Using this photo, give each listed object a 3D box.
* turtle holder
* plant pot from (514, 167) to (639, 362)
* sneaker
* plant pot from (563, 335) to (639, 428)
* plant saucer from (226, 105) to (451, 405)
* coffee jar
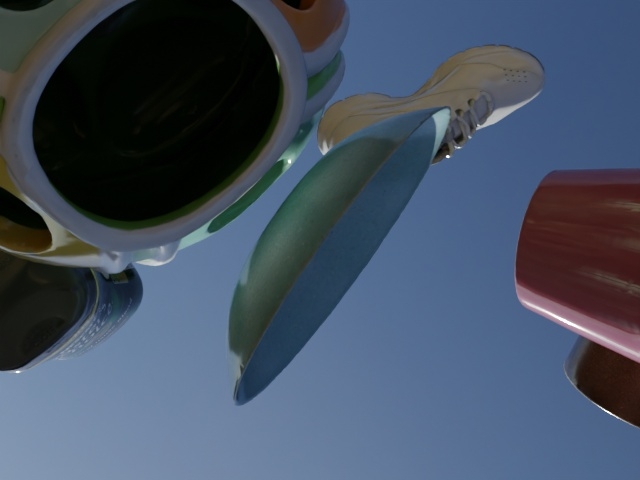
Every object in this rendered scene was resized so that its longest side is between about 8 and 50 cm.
[{"bbox_3d":[-0.136,-0.091,0.581,0.227,0.320,0.243,-127,-160,-55],"label":"turtle holder"},{"bbox_3d":[0.275,0.018,0.989,0.180,0.201,0.201,13,-91,29],"label":"plant pot"},{"bbox_3d":[0.148,-0.146,1.433,0.297,0.111,0.129,-24,-146,0],"label":"sneaker"},{"bbox_3d":[0.396,0.066,1.203,0.215,0.215,0.230,36,-64,48],"label":"plant pot"},{"bbox_3d":[0.000,0.000,0.617,0.037,0.195,0.195,36,-69,9],"label":"plant saucer"},{"bbox_3d":[-0.189,0.041,0.806,0.096,0.184,0.079,-40,-94,2],"label":"coffee jar"}]
